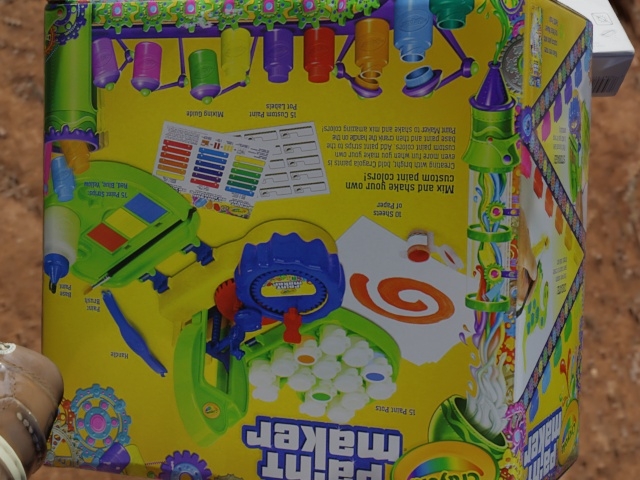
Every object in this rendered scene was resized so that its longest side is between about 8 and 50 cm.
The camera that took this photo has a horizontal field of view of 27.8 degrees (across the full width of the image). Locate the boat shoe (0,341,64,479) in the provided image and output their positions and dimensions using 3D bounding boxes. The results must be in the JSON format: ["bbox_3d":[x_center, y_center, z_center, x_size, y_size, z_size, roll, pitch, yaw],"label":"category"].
[{"bbox_3d":[-0.233,0.054,0.566,0.095,0.257,0.095,97,15,-45],"label":"boat shoe"}]

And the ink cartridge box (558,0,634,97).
[{"bbox_3d":[0.158,-0.268,1.222,0.165,0.065,0.333,-4,53,-15],"label":"ink cartridge box"}]

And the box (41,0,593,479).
[{"bbox_3d":[0.000,0.000,0.776,0.177,0.290,0.279,-7,100,-67],"label":"box"}]
